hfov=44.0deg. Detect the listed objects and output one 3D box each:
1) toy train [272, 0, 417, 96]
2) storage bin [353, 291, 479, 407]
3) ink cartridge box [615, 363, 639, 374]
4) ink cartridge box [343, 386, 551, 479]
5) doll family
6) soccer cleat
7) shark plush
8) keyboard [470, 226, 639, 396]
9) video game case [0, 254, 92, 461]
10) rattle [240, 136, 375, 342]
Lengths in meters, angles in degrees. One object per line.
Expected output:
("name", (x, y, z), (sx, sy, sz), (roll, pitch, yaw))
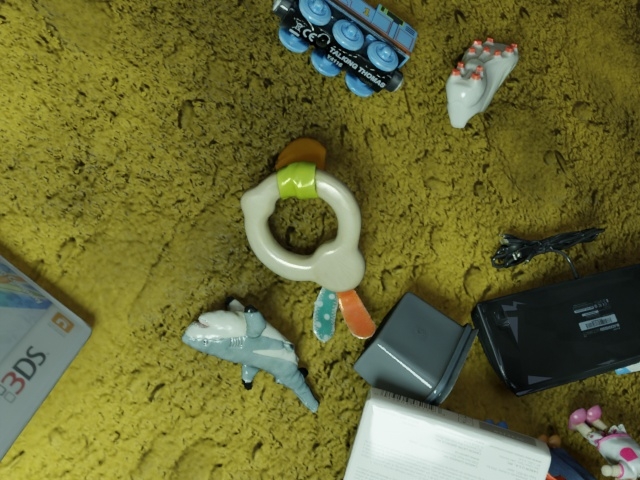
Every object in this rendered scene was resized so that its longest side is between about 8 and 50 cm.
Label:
("toy train", (0.029, -0.254, 0.967), (0.184, 0.080, 0.105), (31, 51, -15))
("storage bin", (0.097, 0.125, 0.862), (0.091, 0.098, 0.135), (38, 38, 4))
("ink cartridge box", (0.400, 0.133, 1.056), (0.028, 0.048, 0.083), (-27, 86, -34))
("ink cartridge box", (0.102, 0.277, 0.771), (0.181, 0.056, 0.225), (16, 97, 7))
("doll family", (0.281, 0.287, 0.877), (0.263, 0.118, 0.163), (0, 31, -33))
("soccer cleat", (0.214, -0.217, 1.072), (0.068, 0.076, 0.196), (20, 38, 22))
("shark plush", (-0.065, 0.121, 0.812), (0.067, 0.073, 0.161), (-52, 123, -13))
("keyboard", (0.334, 0.072, 1.019), (0.317, 0.033, 0.202), (-10, 72, -20))
("video game case", (-0.344, 0.036, 0.565), (0.329, 0.036, 0.300), (41, 17, -11))
("rattle", (0.000, 0.000, 0.882), (0.130, 0.143, 0.200), (-35, 106, 1))
